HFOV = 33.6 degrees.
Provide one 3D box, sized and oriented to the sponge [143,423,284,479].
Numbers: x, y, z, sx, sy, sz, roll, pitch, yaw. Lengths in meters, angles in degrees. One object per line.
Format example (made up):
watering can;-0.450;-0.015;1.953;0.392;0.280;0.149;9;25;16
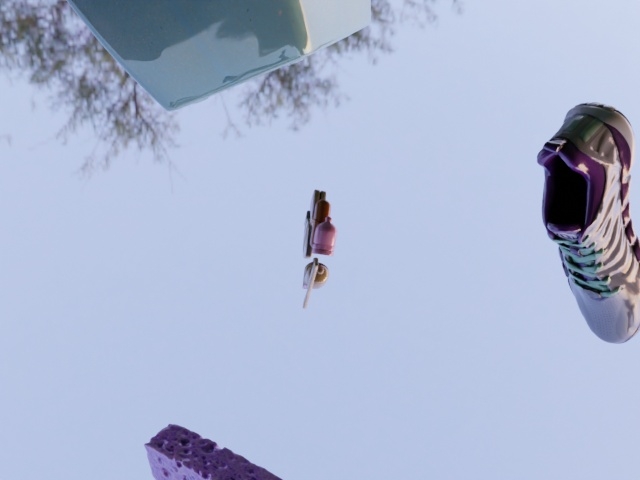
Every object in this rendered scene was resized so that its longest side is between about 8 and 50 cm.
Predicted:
sponge;-0.055;0.232;0.730;0.117;0.210;0.031;17;-142;40

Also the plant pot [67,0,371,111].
plant pot;-0.076;-0.208;0.622;0.165;0.166;0.234;-42;-68;-59

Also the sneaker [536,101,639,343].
sneaker;0.218;0.001;0.893;0.083;0.223;0.098;7;-149;42

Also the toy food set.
toy food set;0.000;0.000;0.940;0.019;0.078;0.122;9;-137;-7
